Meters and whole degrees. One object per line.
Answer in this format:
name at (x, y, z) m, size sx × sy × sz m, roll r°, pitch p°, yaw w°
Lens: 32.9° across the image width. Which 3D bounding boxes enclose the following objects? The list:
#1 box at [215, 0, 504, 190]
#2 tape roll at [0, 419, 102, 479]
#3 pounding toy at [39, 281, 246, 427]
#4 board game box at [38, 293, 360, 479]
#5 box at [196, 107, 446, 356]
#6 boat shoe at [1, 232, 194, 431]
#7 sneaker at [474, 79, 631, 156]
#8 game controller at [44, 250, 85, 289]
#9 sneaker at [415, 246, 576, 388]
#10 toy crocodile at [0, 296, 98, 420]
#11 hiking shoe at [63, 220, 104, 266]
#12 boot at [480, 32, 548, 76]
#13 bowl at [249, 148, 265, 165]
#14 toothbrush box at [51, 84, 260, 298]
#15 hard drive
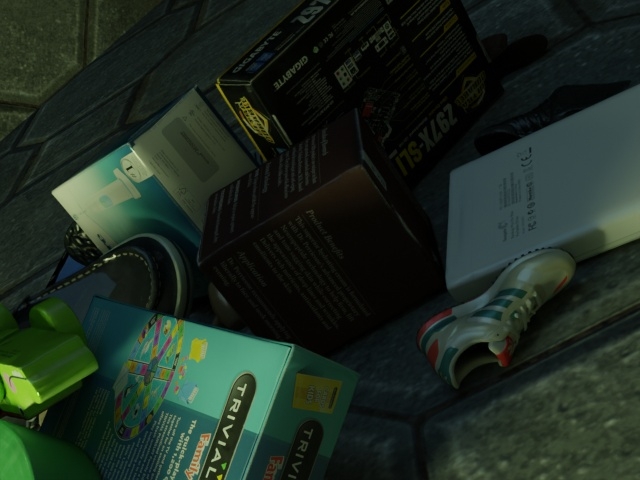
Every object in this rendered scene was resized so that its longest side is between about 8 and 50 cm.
box at (0.060, -0.188, 1.313) m, size 0.322 × 0.257 × 0.079 m, roll -47°, pitch 34°, yaw -22°
tape roll at (-0.302, 0.318, 0.930) m, size 0.321 × 0.077 × 0.321 m, roll -27°, pitch 49°, yaw 37°
pounding toy at (-0.157, 0.178, 1.167) m, size 0.269 × 0.155 × 0.154 m, roll -44°, pitch 51°, yaw 5°
board game box at (-0.138, 0.195, 0.943) m, size 0.336 × 0.079 × 0.254 m, roll 8°, pitch 74°, yaw 51°
box at (0.000, 0.000, 1.158) m, size 0.203 × 0.168 × 0.167 m, roll -30°, pitch 23°, yaw 13°
boat shoe at (-0.357, 0.170, 1.266) m, size 0.500 × 0.156 × 0.187 m, roll -38°, pitch 62°, yaw 6°
sneaker at (0.261, -0.135, 1.210) m, size 0.170 × 0.051 × 0.089 m, roll -4°, pitch 40°, yaw 42°
game controller at (-0.376, 0.034, 1.739) m, size 0.166 × 0.067 × 0.319 m, roll -28°, pitch 24°, yaw 18°
sneaker at (0.166, 0.074, 0.956) m, size 0.161 × 0.057 × 0.075 m, roll -32°, pitch 40°, yaw 5°
toy crocodile at (-0.310, 0.126, 1.044) m, size 0.115 × 0.105 × 0.340 m, roll -33°, pitch 16°, yaw -36°
hiking shoe at (-0.239, -0.041, 1.638) m, size 0.304 × 0.113 × 0.132 m, roll -22°, pitch 11°, yaw -9°
boot at (0.257, -0.265, 1.482) m, size 0.106 × 0.037 × 0.114 m, roll -25°, pitch 21°, yaw 18°
bowl at (-0.032, -0.063, 1.397) m, size 0.170 × 0.170 × 0.080 m, roll -20°, pitch 71°, yaw 32°
toothbrush box at (-0.190, -0.042, 1.379) m, size 0.126 × 0.216 × 0.295 m, roll -46°, pitch 14°, yaw -30°
hard drive at (0.267, -0.063, 1.057) m, size 0.307 × 0.040 × 0.203 m, roll -24°, pitch 31°, yaw 25°
